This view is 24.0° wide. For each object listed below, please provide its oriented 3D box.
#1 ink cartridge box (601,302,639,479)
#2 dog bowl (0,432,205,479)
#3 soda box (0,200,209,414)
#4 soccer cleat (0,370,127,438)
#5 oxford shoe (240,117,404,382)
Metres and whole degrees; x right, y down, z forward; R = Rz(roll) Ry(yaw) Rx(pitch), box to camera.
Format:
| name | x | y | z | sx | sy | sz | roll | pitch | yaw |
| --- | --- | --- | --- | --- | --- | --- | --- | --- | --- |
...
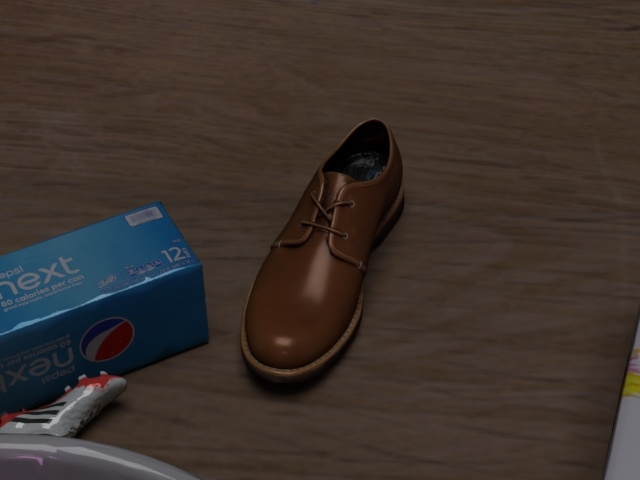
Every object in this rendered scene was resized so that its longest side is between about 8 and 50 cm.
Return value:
| name | x | y | z | sx | sy | sz | roll | pitch | yaw |
| --- | --- | --- | --- | --- | --- | --- | --- | --- | --- |
| ink cartridge box | 0.258 | 0.116 | 0.806 | 0.201 | 0.117 | 0.278 | 12 | 46 | 13 |
| dog bowl | -0.143 | 0.221 | 0.666 | 0.349 | 0.102 | 0.349 | 6 | 33 | -4 |
| soda box | -0.177 | 0.053 | 0.911 | 0.210 | 0.071 | 0.067 | -20 | 46 | -19 |
| soccer cleat | -0.150 | 0.106 | 0.889 | 0.083 | 0.029 | 0.035 | -22 | 56 | -16 |
| oxford shoe | 0.000 | 0.000 | 0.964 | 0.076 | 0.076 | 0.212 | 13 | 47 | 12 |
